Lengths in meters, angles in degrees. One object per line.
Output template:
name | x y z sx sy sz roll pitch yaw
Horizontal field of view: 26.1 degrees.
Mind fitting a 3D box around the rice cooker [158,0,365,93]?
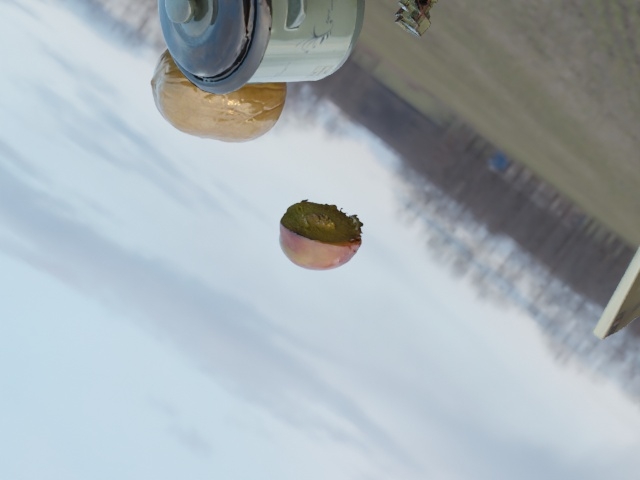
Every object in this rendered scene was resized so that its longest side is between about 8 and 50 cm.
rice cooker | -0.099 -0.356 2.067 0.316 0.264 0.316 -2 -170 0

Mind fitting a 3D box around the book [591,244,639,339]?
book | 0.441 -0.030 1.711 0.021 0.310 0.217 31 -160 20

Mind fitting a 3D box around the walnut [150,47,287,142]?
walnut | -0.167 -0.249 2.273 0.225 0.193 0.193 -3 -156 -20

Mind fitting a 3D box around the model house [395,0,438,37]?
model house | 0.115 -0.314 1.810 0.058 0.057 0.083 39 179 32

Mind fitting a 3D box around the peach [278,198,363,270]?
peach | -0.001 0.000 1.498 0.098 0.061 0.098 9 -151 -5
